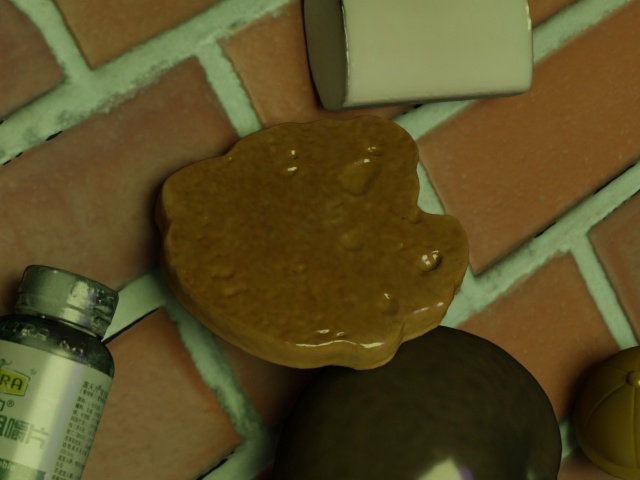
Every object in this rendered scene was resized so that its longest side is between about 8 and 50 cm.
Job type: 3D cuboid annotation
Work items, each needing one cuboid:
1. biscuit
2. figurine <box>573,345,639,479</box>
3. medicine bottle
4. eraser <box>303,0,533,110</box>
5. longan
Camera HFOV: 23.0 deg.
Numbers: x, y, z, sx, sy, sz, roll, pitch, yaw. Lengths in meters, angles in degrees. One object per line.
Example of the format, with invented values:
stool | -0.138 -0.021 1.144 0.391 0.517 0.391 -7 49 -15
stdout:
biscuit | 0.000 0.000 1.718 0.351 0.057 0.312 -32 67 -31
figurine | 0.440 0.242 1.968 0.257 0.167 0.192 43 54 -22
medicine bottle | -0.293 0.175 1.573 0.141 0.141 0.293 24 75 -26
eraser | 0.119 -0.250 1.866 0.270 0.095 0.174 -7 90 -29
longan | 0.109 0.233 1.730 0.350 0.288 0.288 -30 101 -39
